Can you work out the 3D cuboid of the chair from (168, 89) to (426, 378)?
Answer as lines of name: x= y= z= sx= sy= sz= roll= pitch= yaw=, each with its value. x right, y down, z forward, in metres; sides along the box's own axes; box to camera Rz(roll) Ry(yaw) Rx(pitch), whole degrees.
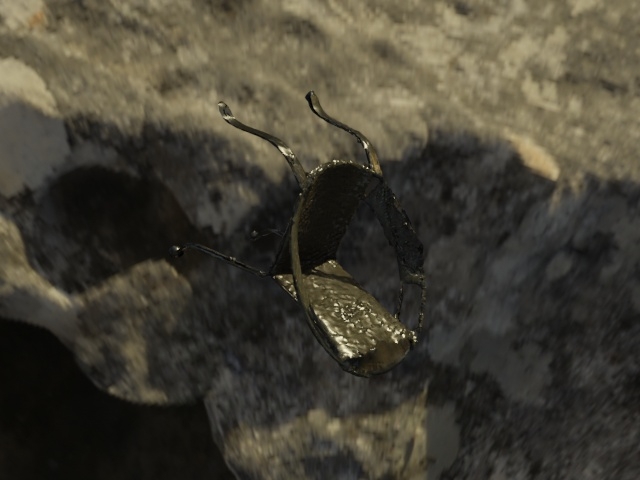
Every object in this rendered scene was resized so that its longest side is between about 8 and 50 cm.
chair: x=0.000 y=0.000 z=1.308 sx=0.213 sy=0.174 sz=0.149 roll=40 pitch=118 yaw=25
